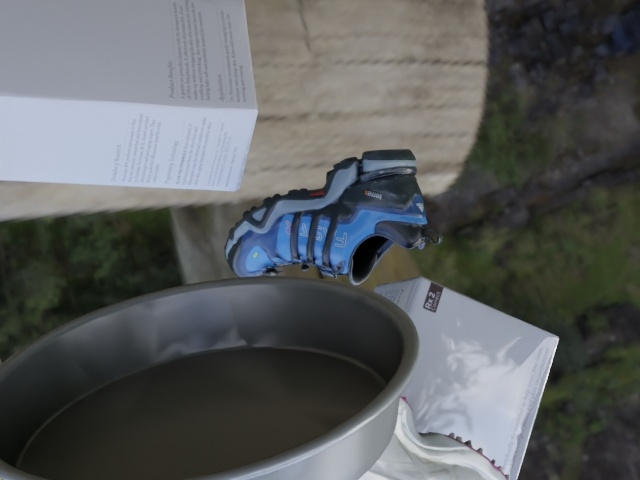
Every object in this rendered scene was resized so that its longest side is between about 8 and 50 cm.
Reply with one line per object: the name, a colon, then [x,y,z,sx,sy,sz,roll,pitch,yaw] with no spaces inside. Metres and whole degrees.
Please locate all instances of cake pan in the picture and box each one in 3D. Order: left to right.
cake pan: [-0.078,0.105,0.903,0.293,0.054,0.293,-8,-159,3]

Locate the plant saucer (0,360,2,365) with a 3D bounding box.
plant saucer: [-0.481,0.160,1.667,0.199,0.198,0.036,-3,132,-33]

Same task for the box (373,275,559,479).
box: [0.129,0.155,1.488,0.182,0.181,0.119,23,167,-17]

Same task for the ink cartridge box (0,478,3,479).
ink cartridge box: [-0.432,0.343,1.534,0.072,0.303,0.307,15,164,20]

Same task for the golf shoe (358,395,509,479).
golf shoe: [0.064,0.224,1.284,0.306,0.140,0.115,37,152,-32]

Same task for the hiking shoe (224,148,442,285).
hiking shoe: [0.000,0.000,1.680,0.304,0.132,0.113,-28,163,39]

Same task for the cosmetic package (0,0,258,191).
cosmetic package: [-0.268,-0.181,1.609,0.366,0.197,0.155,2,142,-12]
